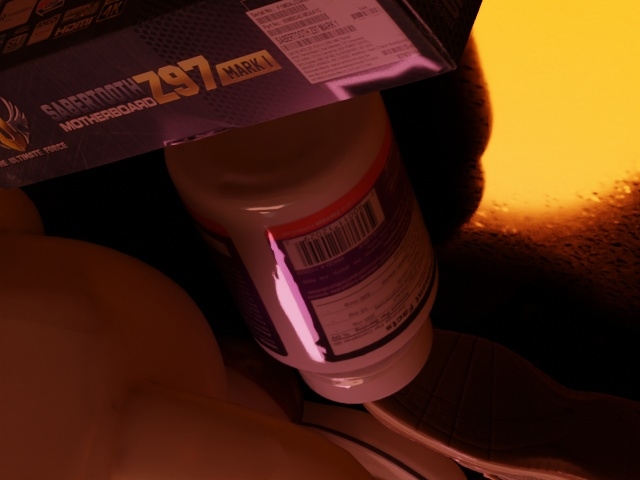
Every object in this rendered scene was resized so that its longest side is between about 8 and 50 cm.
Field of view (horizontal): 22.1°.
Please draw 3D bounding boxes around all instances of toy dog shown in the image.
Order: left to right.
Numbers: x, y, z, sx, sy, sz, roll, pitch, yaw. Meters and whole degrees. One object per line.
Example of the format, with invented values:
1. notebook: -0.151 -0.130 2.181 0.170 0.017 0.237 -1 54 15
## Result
1. toy dog: -0.138 0.113 0.892 0.395 0.284 0.408 -8 160 15

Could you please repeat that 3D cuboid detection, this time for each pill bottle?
1. pill bottle: 0.000 0.000 0.835 0.108 0.108 0.193 7 146 23

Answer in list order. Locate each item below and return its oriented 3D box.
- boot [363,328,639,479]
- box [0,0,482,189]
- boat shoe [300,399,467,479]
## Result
1. boot: 0.113 0.137 1.009 0.213 0.077 0.165 18 151 1
2. box: -0.028 -0.122 0.591 0.233 0.183 0.059 -9 136 42
3. boat shoe: -0.038 0.154 1.116 0.267 0.088 0.096 18 149 7
